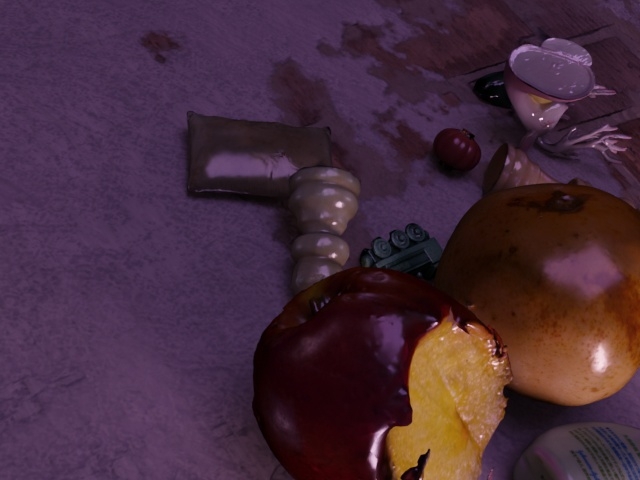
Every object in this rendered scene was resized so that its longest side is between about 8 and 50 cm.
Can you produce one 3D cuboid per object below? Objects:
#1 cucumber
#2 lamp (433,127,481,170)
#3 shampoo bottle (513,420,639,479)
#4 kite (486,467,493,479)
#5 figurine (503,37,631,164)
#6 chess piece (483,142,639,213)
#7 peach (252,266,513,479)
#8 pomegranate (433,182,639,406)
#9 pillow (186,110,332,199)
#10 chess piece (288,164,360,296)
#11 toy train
[{"bbox_3d":[0.481,-0.366,2.250,0.243,0.063,0.115,-6,55,-25],"label":"cucumber"},{"bbox_3d":[0.291,-0.193,2.007,0.107,0.092,0.107,33,14,-9],"label":"lamp"},{"bbox_3d":[0.509,0.399,1.584,0.349,0.151,0.222,-6,50,-26],"label":"shampoo bottle"},{"bbox_3d":[0.240,0.411,1.438,0.005,0.152,0.137,13,74,31],"label":"kite"},{"bbox_3d":[0.548,-0.295,2.098,0.284,0.316,0.206,-4,70,4],"label":"figurine"},{"bbox_3d":[0.549,-0.082,2.017,0.397,0.117,0.117,22,48,-7],"label":"chess piece"},{"bbox_3d":[0.103,0.236,1.357,0.416,0.353,0.339,48,64,-14],"label":"peach"},{"bbox_3d":[0.398,0.099,1.644,0.416,0.417,0.417,12,50,-14],"label":"pomegranate"},{"bbox_3d":[-0.108,-0.159,1.822,0.302,0.075,0.185,4,60,-16],"label":"pillow"},{"bbox_3d":[0.000,0.000,1.693,0.133,0.133,0.243,11,66,-15],"label":"chess piece"},{"bbox_3d":[0.155,0.035,1.785,0.170,0.071,0.111,-22,71,-34],"label":"toy train"}]
